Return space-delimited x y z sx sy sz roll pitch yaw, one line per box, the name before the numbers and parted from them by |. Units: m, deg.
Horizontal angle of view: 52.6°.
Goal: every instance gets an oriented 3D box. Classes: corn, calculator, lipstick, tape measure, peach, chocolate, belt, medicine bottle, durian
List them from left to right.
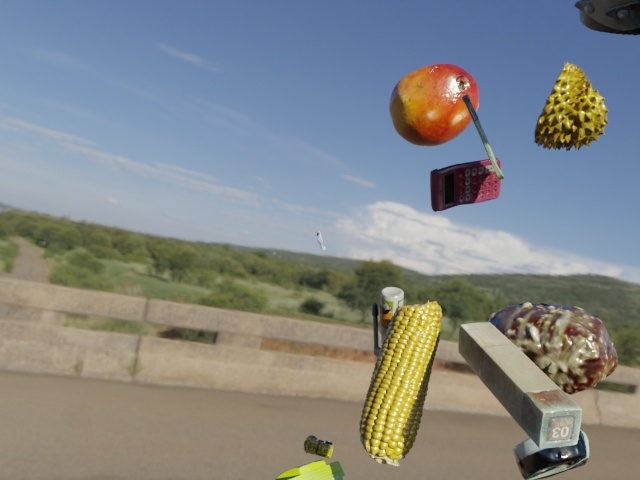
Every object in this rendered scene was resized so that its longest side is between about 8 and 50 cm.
medicine bottle | 0.179 0.232 1.760 0.092 0.221 0.061 19 29 40
corn | 0.185 0.321 1.507 0.144 0.387 0.144 13 -13 3
peach | 0.355 -0.431 2.034 0.281 0.238 0.281 10 -42 9
calculator | 0.381 -0.148 1.701 0.190 0.126 0.034 -12 34 -4
lipstick | 0.379 0.270 1.284 0.080 0.076 0.371 -3 18 -9
chocolate | 0.579 0.281 1.660 0.340 0.225 0.210 7 4 24
tape measure | 0.576 0.528 1.616 0.182 0.107 0.181 -15 -34 -2
durian | 0.526 -0.271 1.394 0.165 0.132 0.182 13 -42 -24
belt | 0.526 -0.403 1.028 0.218 0.122 0.128 14 -29 30

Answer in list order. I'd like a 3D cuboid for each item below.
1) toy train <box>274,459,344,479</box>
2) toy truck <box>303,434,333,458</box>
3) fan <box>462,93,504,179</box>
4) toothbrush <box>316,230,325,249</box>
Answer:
toy train | -0.026 0.915 2.254 0.179 0.272 0.442 -37 -23 21
toy truck | -0.007 0.604 1.889 0.083 0.049 0.054 19 -6 -8
fan | 0.337 -0.214 1.343 0.016 0.193 0.038 -24 -8 17
toothbrush | 0.000 0.000 1.362 0.011 0.013 0.131 6 14 -6
